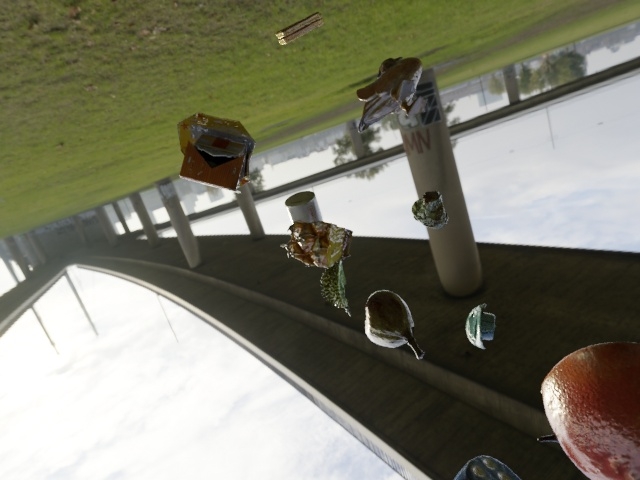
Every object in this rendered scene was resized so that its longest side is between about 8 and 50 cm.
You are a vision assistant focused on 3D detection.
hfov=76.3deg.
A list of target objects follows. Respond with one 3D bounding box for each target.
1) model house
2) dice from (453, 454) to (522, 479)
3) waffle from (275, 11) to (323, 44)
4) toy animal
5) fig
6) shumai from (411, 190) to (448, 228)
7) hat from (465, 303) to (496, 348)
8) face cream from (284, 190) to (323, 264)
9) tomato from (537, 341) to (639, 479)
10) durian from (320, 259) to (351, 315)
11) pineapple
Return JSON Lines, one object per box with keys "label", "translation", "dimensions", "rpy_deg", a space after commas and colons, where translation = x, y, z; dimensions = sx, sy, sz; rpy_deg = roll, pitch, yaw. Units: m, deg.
{"label": "model house", "translation": [-0.299, -0.211, 1.083], "dimensions": [0.219, 0.208, 0.136], "rpy_deg": [15, -140, -4]}
{"label": "dice", "translation": [0.369, 0.589, 0.907], "dimensions": [0.146, 0.147, 0.143], "rpy_deg": [0, -157, -42]}
{"label": "waffle", "translation": [-0.068, -0.691, 1.328], "dimensions": [0.147, 0.042, 0.102], "rpy_deg": [-29, -153, -4]}
{"label": "toy animal", "translation": [0.135, -0.316, 0.869], "dimensions": [0.188, 0.089, 0.179], "rpy_deg": [-41, -138, 13]}
{"label": "fig", "translation": [0.224, 0.265, 1.222], "dimensions": [0.145, 0.170, 0.274], "rpy_deg": [-4, -160, -19]}
{"label": "shumai", "translation": [0.348, -0.104, 1.261], "dimensions": [0.123, 0.087, 0.099], "rpy_deg": [37, -124, 22]}
{"label": "hat", "translation": [0.521, 0.273, 1.296], "dimensions": [0.077, 0.139, 0.191], "rpy_deg": [3, 170, 8]}
{"label": "face cream", "translation": [-0.033, -0.037, 1.254], "dimensions": [0.095, 0.214, 0.096], "rpy_deg": [-13, -150, 8]}
{"label": "tomato", "translation": [0.537, 0.337, 0.685], "dimensions": [0.308, 0.309, 0.170], "rpy_deg": [-10, -154, 33]}
{"label": "durian", "translation": [0.063, 0.172, 1.449], "dimensions": [0.100, 0.216, 0.086], "rpy_deg": [-9, -176, -35]}
{"label": "pineapple", "translation": [0.000, 0.000, 1.067], "dimensions": [0.185, 0.115, 0.236], "rpy_deg": [9, -173, -18]}
